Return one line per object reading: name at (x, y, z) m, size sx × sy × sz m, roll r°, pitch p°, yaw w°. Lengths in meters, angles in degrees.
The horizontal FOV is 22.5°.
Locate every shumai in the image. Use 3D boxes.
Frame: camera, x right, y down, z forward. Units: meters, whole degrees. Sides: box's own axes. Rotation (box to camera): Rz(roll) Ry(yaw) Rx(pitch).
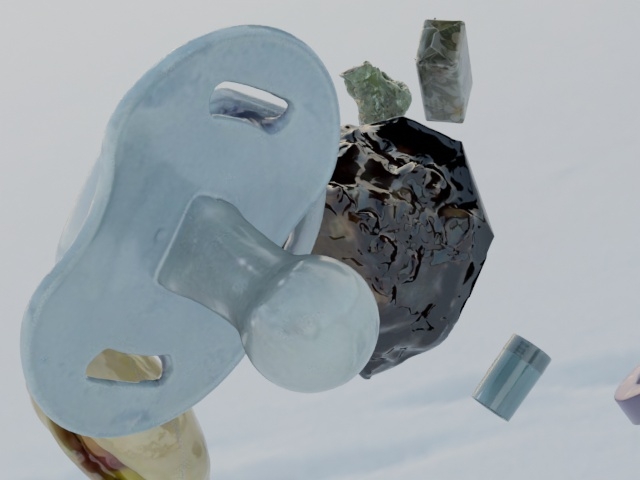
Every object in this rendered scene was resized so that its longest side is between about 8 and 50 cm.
shumai at (0.056, -0.170, 1.877) m, size 0.083 × 0.080 × 0.082 m, roll -1°, pitch 64°, yaw 62°

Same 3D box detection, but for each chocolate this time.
chocolate at (0.000, 0.000, 1.310) m, size 0.224 × 0.206 × 0.177 m, roll -26°, pitch -21°, yaw 24°

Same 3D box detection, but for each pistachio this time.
pistachio at (-0.173, 0.155, 1.448) m, size 0.117 × 0.200 × 0.145 m, roll -48°, pitch -1°, yaw 29°

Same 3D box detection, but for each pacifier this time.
pacifier at (-0.048, 0.022, 0.997) m, size 0.226 × 0.287 × 0.238 m, roll 37°, pitch 12°, yaw 39°

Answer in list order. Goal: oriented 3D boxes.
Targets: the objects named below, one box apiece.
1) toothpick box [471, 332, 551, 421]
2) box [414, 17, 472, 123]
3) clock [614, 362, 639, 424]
toothpick box at (0.206, 0.148, 1.743) m, size 0.083 × 0.052 × 0.052 m, roll -55°, pitch 24°, yaw -5°
box at (0.121, -0.164, 1.567) m, size 0.045 × 0.098 × 0.062 m, roll 5°, pitch 60°, yaw 13°
clock at (0.375, 0.114, 1.510) m, size 0.172 × 0.064 × 0.198 m, roll -39°, pitch 3°, yaw -23°
